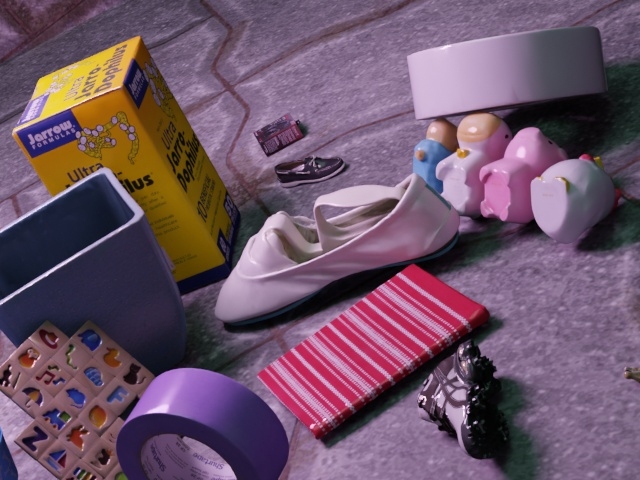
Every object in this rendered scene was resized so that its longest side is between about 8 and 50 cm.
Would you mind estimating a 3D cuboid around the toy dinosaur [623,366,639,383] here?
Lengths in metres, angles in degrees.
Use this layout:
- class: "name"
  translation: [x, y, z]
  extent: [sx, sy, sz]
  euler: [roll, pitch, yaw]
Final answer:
- class: "toy dinosaur"
  translation: [0.417, 0.103, 1.572]
  extent: [0.183, 0.053, 0.093]
  euler: [-29, 41, 15]

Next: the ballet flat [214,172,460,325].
- class: "ballet flat"
  translation: [0.000, 0.000, 2.015]
  extent: [0.400, 0.139, 0.139]
  euler: [-20, 28, 25]

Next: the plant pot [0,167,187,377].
- class: "plant pot"
  translation: [-0.324, 0.088, 2.055]
  extent: [0.247, 0.252, 0.248]
  euler: [-33, 27, -8]

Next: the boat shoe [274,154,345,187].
- class: "boat shoe"
  translation: [-0.019, -0.121, 2.371]
  extent: [0.125, 0.038, 0.046]
  euler: [-10, 32, 32]

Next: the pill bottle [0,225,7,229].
- class: "pill bottle"
  translation: [-0.524, 0.031, 2.489]
  extent: [0.216, 0.121, 0.121]
  euler: [-16, 29, 23]

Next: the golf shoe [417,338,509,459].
- class: "golf shoe"
  translation: [0.157, 0.197, 1.623]
  extent: [0.094, 0.077, 0.198]
  euler: [-32, 18, 17]

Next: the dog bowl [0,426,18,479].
- class: "dog bowl"
  translation: [-0.507, 0.356, 1.832]
  extent: [0.166, 0.074, 0.297]
  euler: [1, 40, 44]

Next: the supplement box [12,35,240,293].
- class: "supplement box"
  translation: [-0.292, -0.100, 2.239]
  extent: [0.195, 0.357, 0.194]
  euler: [-21, 28, 14]

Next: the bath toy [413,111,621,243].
- class: "bath toy"
  translation: [0.273, -0.090, 1.956]
  extent: [0.129, 0.151, 0.348]
  euler: [-6, 16, -32]

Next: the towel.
- class: "towel"
  translation: [0.067, 0.138, 1.844]
  extent: [0.275, 0.031, 0.199]
  euler: [-34, 27, -11]

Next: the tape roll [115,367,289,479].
- class: "tape roll"
  translation: [-0.137, 0.245, 1.673]
  extent: [0.189, 0.189, 0.080]
  euler: [-10, 32, 31]

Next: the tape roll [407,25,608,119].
- class: "tape roll"
  translation: [0.274, -0.244, 2.105]
  extent: [0.286, 0.100, 0.286]
  euler: [-8, 2, 0]

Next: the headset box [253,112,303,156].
- class: "headset box"
  translation: [-0.072, -0.190, 2.550]
  extent: [0.083, 0.032, 0.062]
  euler: [-30, 26, 0]

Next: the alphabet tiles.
- class: "alphabet tiles"
  translation: [-0.306, 0.218, 1.870]
  extent: [0.198, 0.237, 0.009]
  euler: [-49, -3, -35]
